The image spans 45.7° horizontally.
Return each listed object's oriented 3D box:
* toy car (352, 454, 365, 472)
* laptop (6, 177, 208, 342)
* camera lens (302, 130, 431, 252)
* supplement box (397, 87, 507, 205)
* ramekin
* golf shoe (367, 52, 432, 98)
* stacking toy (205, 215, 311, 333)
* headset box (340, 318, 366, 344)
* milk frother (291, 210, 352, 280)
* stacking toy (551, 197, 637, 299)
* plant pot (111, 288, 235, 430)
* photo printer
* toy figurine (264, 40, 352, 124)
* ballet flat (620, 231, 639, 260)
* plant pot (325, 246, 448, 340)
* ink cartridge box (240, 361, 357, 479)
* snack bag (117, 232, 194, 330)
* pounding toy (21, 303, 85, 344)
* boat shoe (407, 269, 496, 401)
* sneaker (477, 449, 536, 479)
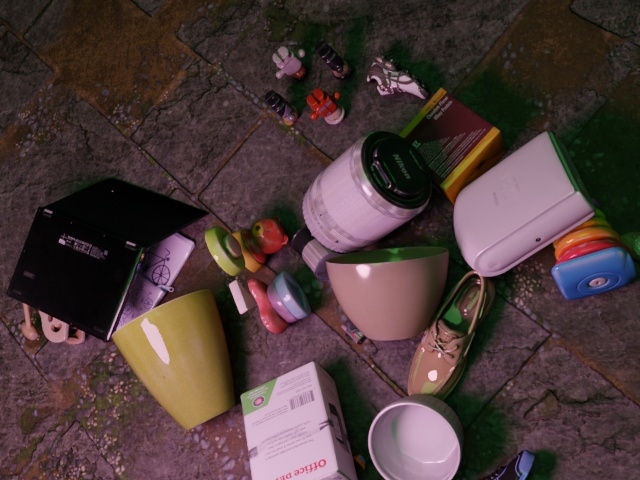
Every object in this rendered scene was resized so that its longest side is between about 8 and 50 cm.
[{"bbox_3d":[0.114,0.545,1.774,0.122,0.060,0.040,39,46,11],"label":"toy car"},{"bbox_3d":[-0.588,0.034,2.106,0.382,0.236,0.407,19,87,25],"label":"laptop"},{"bbox_3d":[0.110,-0.113,1.801,0.274,0.220,0.219,-37,58,49],"label":"camera lens"},{"bbox_3d":[0.315,-0.229,1.866,0.191,0.129,0.194,-48,64,3],"label":"supplement box"},{"bbox_3d":[0.219,0.440,1.682,0.207,0.109,0.207,3,99,22],"label":"ramekin"},{"bbox_3d":[0.207,-0.411,2.006,0.198,0.077,0.093,42,106,31],"label":"golf shoe"},{"bbox_3d":[-0.136,0.063,1.880,0.130,0.279,0.308,-32,69,12],"label":"stacking toy"},{"bbox_3d":[0.096,0.211,1.874,0.083,0.032,0.062,-45,64,2],"label":"headset box"},{"bbox_3d":[0.000,0.000,1.903,0.129,0.143,0.134,-35,45,-7],"label":"milk frother"},{"bbox_3d":[0.581,-0.032,1.707,0.166,0.175,0.301,-20,54,19],"label":"stacking toy"},{"bbox_3d":[-0.336,0.314,1.910,0.275,0.275,0.293,-29,81,11],"label":"plant pot"},{"bbox_3d":[0.437,-0.074,1.711,0.308,0.107,0.256,-37,33,27],"label":"photo printer"},{"bbox_3d":[-0.030,-0.420,2.062,0.210,0.148,0.212,0,76,28],"label":"toy figurine"},{"bbox_3d":[0.750,0.026,1.649,0.206,0.067,0.073,22,84,26],"label":"ballet flat"},{"bbox_3d":[0.162,0.125,1.764,0.284,0.284,0.190,-4,96,21],"label":"plant pot"},{"bbox_3d":[-0.053,0.461,1.760,0.211,0.121,0.289,-26,46,13],"label":"ink cartridge box"},{"bbox_3d":[-0.548,0.077,2.171,0.323,0.037,0.342,31,87,27],"label":"snack bag"},{"bbox_3d":[-0.726,0.197,2.107,0.269,0.155,0.154,-50,61,10],"label":"pounding toy"},{"bbox_3d":[0.290,0.222,1.749,0.122,0.110,0.341,23,84,26],"label":"boat shoe"},{"bbox_3d":[0.371,0.537,1.637,0.090,0.081,0.232,34,89,20],"label":"sneaker"}]
